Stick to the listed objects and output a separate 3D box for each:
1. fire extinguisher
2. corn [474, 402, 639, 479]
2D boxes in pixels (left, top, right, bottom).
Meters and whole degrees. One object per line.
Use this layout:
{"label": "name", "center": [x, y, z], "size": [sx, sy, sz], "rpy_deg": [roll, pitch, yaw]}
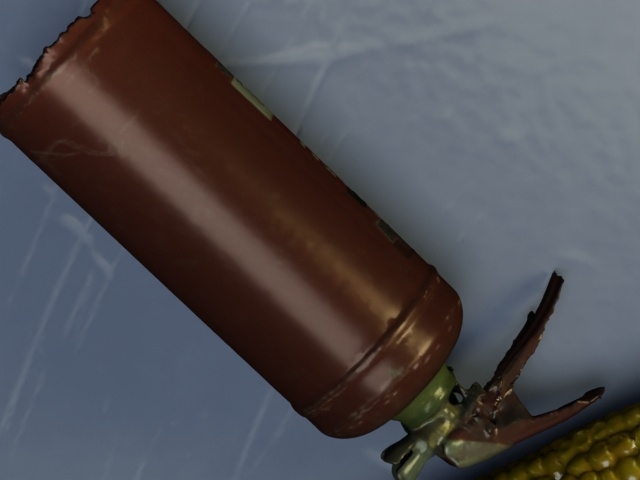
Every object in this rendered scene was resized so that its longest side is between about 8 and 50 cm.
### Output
{"label": "fire extinguisher", "center": [0.000, 0.000, 0.949], "size": [0.337, 0.106, 0.147], "rpy_deg": [43, 87, -9]}
{"label": "corn", "center": [0.122, 0.171, 0.977], "size": [0.322, 0.119, 0.119], "rpy_deg": [-29, 103, 18]}
